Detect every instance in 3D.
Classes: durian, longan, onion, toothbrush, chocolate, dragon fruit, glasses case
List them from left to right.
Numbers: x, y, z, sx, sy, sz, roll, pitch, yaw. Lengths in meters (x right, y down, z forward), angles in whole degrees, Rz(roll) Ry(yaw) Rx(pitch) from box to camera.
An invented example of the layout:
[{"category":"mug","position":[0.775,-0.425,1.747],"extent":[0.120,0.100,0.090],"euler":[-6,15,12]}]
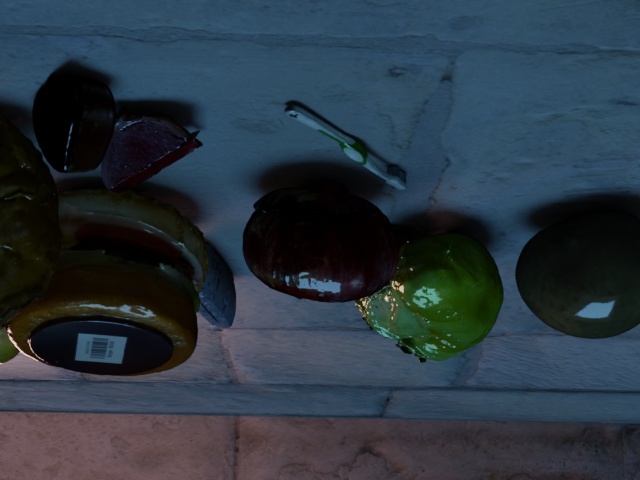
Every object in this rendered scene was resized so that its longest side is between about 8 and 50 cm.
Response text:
[{"category":"chocolate","position":[-0.309,-0.151,1.484],"extent":[0.080,0.125,0.149],"euler":[-6,164,-35]},{"category":"dragon fruit","position":[-0.244,-0.138,1.564],"extent":[0.147,0.096,0.102],"euler":[-30,172,-4]},{"category":"glasses case","position":[-0.207,0.088,2.162],"extent":[0.067,0.109,0.282],"euler":[-1,160,10]},{"category":"onion","position":[0.000,0.000,1.776],"extent":[0.246,0.190,0.246],"euler":[12,-172,-2]},{"category":"toothbrush","position":[0.044,-0.131,1.639],"extent":[0.030,0.030,0.304],"euler":[-12,157,33]},{"category":"durian","position":[0.205,0.097,2.020],"extent":[0.256,0.204,0.340],"euler":[-4,161,-24]},{"category":"longan","position":[0.456,0.052,1.890],"extent":[0.246,0.215,0.246],"euler":[-16,144,-12]}]

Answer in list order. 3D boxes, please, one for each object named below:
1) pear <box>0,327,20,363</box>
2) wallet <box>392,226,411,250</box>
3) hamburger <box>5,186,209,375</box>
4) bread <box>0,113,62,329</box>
[{"category":"pear","position":[-0.612,0.094,1.997],"extent":[0.271,0.271,0.271],"euler":[1,161,0]},{"category":"wallet","position":[0.075,0.023,2.081],"extent":[0.137,0.031,0.255],"euler":[3,162,-14]},{"category":"hamburger","position":[-0.348,0.069,1.873],"extent":[0.330,0.250,0.330],"euler":[-1,153,0]},{"category":"bread","position":[-0.554,-0.013,1.535],"extent":[0.398,0.398,0.215],"euler":[10,171,-26]}]
